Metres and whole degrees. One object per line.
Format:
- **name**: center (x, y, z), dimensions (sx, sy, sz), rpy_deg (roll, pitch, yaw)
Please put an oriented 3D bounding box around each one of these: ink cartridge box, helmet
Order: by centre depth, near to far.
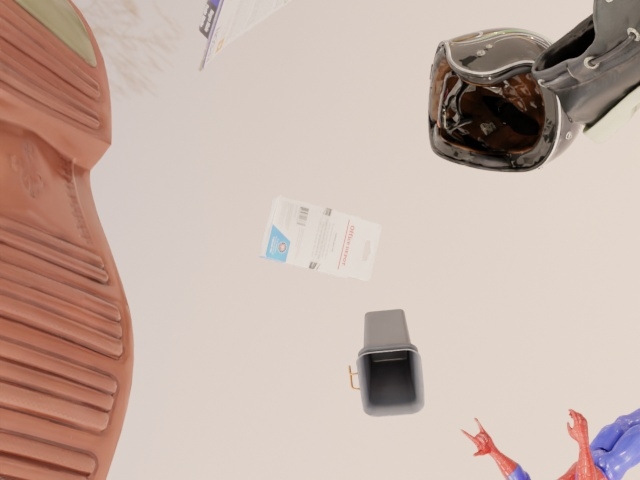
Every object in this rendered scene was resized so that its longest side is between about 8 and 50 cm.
- **ink cartridge box**: center (-0.059, -0.312, 0.912), dimensions (0.224, 0.045, 0.223), rpy_deg (-52, 172, -47)
- **helmet**: center (0.208, -0.156, 0.983), dimensions (0.169, 0.161, 0.170), rpy_deg (-177, -90, -87)
- **ink cartridge box**: center (0.000, 0.000, 1.456), dimensions (0.060, 0.180, 0.104), rpy_deg (169, -65, -75)

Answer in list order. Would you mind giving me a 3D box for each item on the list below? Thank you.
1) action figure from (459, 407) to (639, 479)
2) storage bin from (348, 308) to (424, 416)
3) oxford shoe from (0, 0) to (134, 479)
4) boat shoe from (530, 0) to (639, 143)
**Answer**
- **action figure**: center (0.251, 0.177, 0.834), dimensions (0.280, 0.139, 0.091), rpy_deg (-39, -173, -22)
- **storage bin**: center (0.087, 0.163, 1.206), dimensions (0.098, 0.135, 0.091), rpy_deg (-6, -140, 5)
- **oxford shoe**: center (-0.195, 0.027, 0.464), dimensions (0.146, 0.140, 0.397), rpy_deg (-28, -132, 26)
- **boat shoe**: center (0.256, -0.192, 0.697), dimensions (0.127, 0.113, 0.340), rpy_deg (-51, 174, -12)
